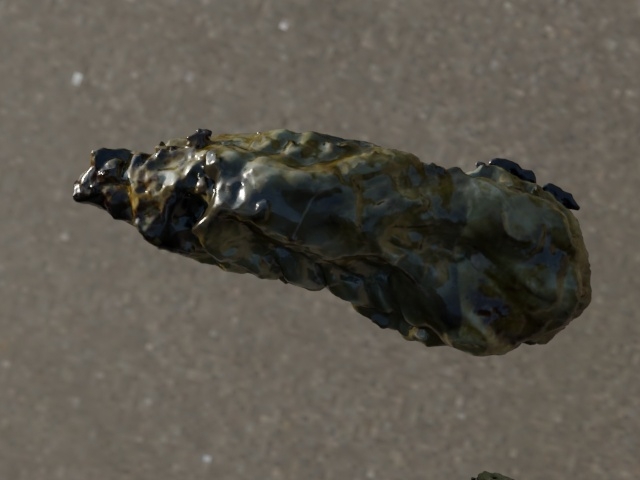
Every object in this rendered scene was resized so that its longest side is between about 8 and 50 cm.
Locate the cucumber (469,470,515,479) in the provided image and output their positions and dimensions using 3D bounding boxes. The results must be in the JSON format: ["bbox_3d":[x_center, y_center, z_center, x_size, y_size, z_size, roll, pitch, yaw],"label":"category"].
[{"bbox_3d":[0.079,0.284,1.397,0.245,0.067,0.067,-62,39,21],"label":"cucumber"}]

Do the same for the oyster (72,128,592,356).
[{"bbox_3d":[0.001,-0.002,1.184,0.078,0.345,0.129,-57,-24,-60],"label":"oyster"}]
